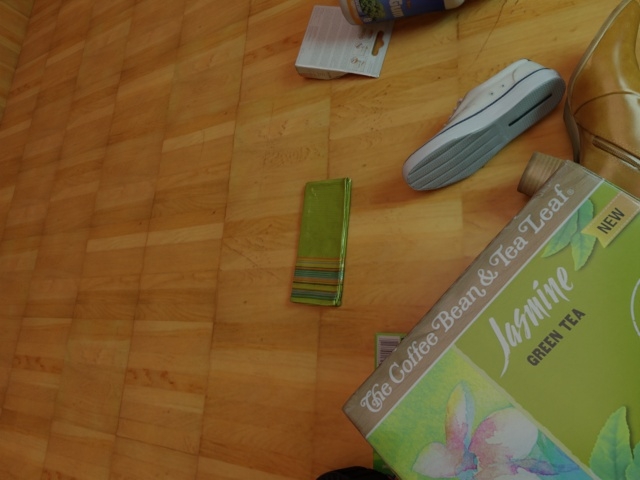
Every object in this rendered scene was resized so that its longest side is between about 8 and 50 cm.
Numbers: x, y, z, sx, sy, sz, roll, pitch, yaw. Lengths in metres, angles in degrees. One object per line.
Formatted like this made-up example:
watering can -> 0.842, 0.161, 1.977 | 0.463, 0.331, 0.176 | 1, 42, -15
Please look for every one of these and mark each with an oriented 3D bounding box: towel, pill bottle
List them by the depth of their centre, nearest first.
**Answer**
pill bottle -> 0.171, -0.472, 0.703 | 0.271, 0.152, 0.152 | 2, 77, 23
towel -> 0.000, 0.000, 0.754 | 0.102, 0.021, 0.237 | -1, 75, 29

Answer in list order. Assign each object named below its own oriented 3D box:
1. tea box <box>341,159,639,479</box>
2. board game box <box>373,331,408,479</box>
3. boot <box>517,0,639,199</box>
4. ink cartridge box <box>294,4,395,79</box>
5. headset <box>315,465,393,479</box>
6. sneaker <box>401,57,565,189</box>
tea box -> 0.264, 0.164, 0.417 | 0.323, 0.220, 0.329 | 42, 97, 26
board game box -> 0.137, 0.267, 0.590 | 0.124, 0.039, 0.260 | -5, 71, 29
boot -> 0.414, -0.145, 0.519 | 0.211, 0.104, 0.295 | 27, 96, 28
ink cartridge box -> 0.052, -0.399, 0.838 | 0.179, 0.045, 0.146 | 15, 83, 14
headset -> 0.114, 0.418, 0.471 | 0.394, 0.185, 0.244 | -15, 72, 59
sneaker -> 0.236, -0.175, 0.639 | 0.258, 0.094, 0.091 | -33, 44, 14
